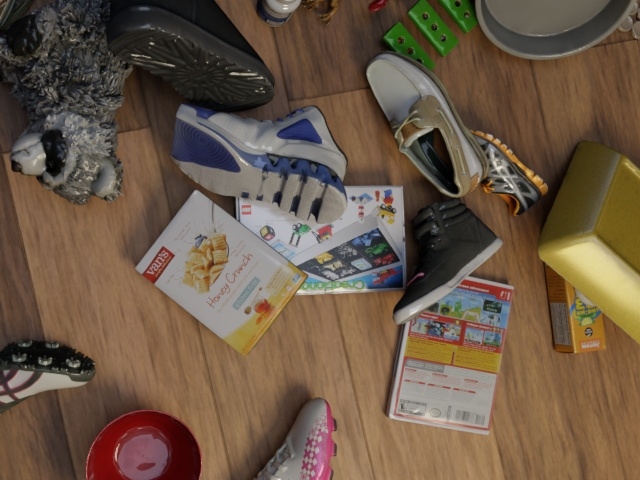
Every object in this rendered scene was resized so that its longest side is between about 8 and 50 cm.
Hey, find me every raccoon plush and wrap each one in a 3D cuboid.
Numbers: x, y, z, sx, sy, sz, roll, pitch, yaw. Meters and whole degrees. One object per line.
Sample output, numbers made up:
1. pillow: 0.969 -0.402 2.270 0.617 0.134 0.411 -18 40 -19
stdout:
1. raccoon plush: -0.318 -0.256 1.312 0.446 0.216 0.299 -34 107 -17

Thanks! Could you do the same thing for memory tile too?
1. memory tile: 0.646 -0.469 1.655 0.148 0.012 0.113 22 82 -12

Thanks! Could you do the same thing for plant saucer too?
1. plant saucer: 0.590 -0.002 1.516 0.333 0.081 0.332 40 54 -10

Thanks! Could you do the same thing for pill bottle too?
1. pill bottle: -0.070 -0.422 1.414 0.067 0.120 0.067 1 87 -15

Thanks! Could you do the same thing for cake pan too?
1. cake pan: 0.424 -0.460 1.463 0.293 0.293 0.054 13 48 -13

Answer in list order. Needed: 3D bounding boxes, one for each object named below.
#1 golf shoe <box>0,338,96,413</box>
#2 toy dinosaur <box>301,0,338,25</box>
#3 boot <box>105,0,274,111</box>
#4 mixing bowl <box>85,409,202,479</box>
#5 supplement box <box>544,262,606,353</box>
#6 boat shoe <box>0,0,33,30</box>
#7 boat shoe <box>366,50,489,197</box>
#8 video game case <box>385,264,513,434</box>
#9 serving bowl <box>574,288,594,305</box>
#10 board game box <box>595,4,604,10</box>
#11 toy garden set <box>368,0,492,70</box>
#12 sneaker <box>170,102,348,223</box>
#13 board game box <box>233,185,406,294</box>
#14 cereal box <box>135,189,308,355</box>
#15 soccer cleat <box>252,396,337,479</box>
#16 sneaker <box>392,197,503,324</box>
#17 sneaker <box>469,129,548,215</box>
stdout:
1. golf shoe: -0.499 0.225 1.296 0.273 0.105 0.120 3 102 -8
2. toy dinosaur: 0.028 -0.453 1.462 0.064 0.112 0.211 49 34 14
3. boot: -0.200 -0.467 1.298 0.146 0.367 0.444 -11 75 21
4. mixing bowl: -0.289 0.360 1.330 0.182 0.098 0.181 1 88 -14
5. supplement box: 0.485 0.097 1.552 0.078 0.080 0.233 -7 90 -15
6. boat shoe: -0.572 -0.338 1.297 0.105 0.089 0.285 35 80 -11
7. boat shoe: 0.184 -0.209 1.453 0.302 0.113 0.103 48 42 -2
8. video game case: 0.243 0.205 1.512 0.204 0.025 0.285 12 85 -13
9. serving bowl: 0.515 0.081 1.507 0.083 0.027 0.083 1 85 -18
10. board game box: 0.505 -0.688 1.493 0.390 0.050 0.389 43 69 -39
11. toy garden set: 0.194 -0.454 1.518 0.244 0.049 0.204 -46 104 -11
12. sneaker: -0.088 -0.158 1.389 0.316 0.127 0.182 23 46 -3
13. board game box: 0.000 0.000 1.445 0.306 0.053 0.192 -1 87 -14
14. cereal box: -0.165 0.053 1.360 0.240 0.047 0.173 37 90 5
15. soccer cleat: -0.067 0.425 1.374 0.143 0.116 0.331 14 84 -14
16. sneaker: 0.191 0.028 1.443 0.296 0.104 0.147 -37 85 -35
17. sneaker: 0.328 -0.130 1.524 0.215 0.084 0.083 38 88 -8
